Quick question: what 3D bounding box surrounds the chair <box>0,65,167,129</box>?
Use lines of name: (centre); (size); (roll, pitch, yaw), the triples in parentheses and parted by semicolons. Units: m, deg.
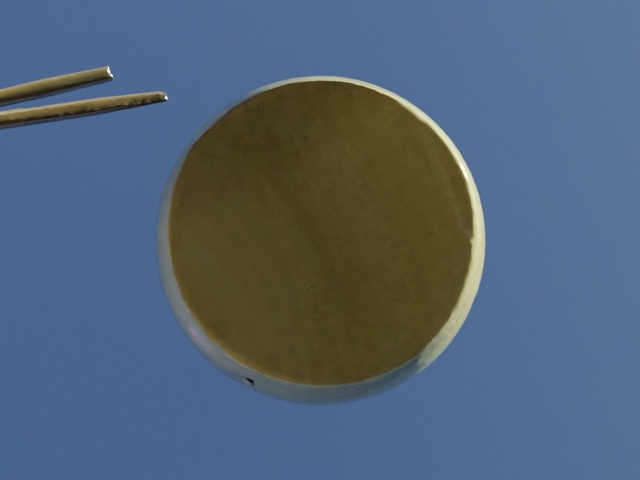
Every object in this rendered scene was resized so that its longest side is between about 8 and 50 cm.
chair: (-0.277, -0.164, 1.406); (0.272, 0.166, 0.188); (-14, -75, -20)

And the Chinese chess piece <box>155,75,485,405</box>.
Chinese chess piece: (0.000, 0.000, 1.441); (0.250, 0.101, 0.250); (0, -97, -3)
